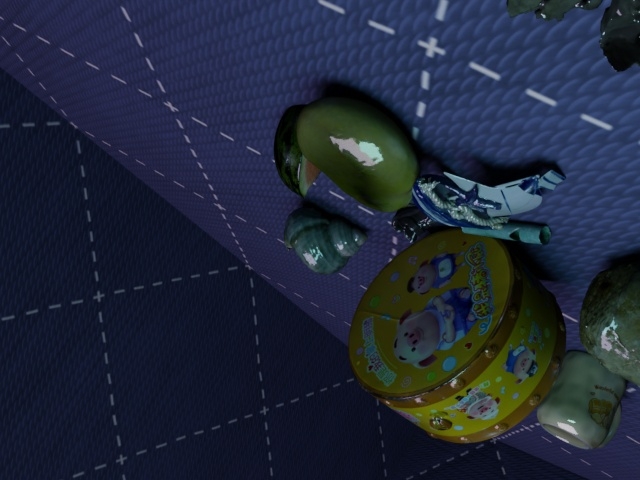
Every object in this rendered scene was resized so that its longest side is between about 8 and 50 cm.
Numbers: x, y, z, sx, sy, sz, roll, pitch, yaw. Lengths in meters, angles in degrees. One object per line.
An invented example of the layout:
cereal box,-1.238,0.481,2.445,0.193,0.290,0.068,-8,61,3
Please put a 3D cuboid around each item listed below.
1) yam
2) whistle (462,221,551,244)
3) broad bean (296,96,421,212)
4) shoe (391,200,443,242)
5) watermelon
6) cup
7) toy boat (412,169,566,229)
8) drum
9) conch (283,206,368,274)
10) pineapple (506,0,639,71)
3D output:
yam,0.594,0.170,1.108,0.300,0.195,0.195,30,164,9
whistle,0.357,-0.021,1.279,0.186,0.039,0.039,12,155,51
broad bean,0.079,-0.159,1.241,0.291,0.119,0.238,42,160,-32
shoe,0.209,-0.037,1.399,0.071,0.099,0.169,45,160,-29
watermelon,-0.057,-0.207,1.393,0.145,0.193,0.137,26,-153,27
cup,0.676,0.428,1.700,0.173,0.202,0.255,21,161,34
toy boat,0.272,-0.084,1.146,0.210,0.070,0.291,13,165,-4
drum,0.278,0.190,1.381,0.214,0.431,0.431,41,162,-28
conch,0.000,0.000,1.805,0.277,0.195,0.220,-6,165,31
pineapple,0.304,-0.230,0.563,0.310,0.141,0.170,21,124,45
